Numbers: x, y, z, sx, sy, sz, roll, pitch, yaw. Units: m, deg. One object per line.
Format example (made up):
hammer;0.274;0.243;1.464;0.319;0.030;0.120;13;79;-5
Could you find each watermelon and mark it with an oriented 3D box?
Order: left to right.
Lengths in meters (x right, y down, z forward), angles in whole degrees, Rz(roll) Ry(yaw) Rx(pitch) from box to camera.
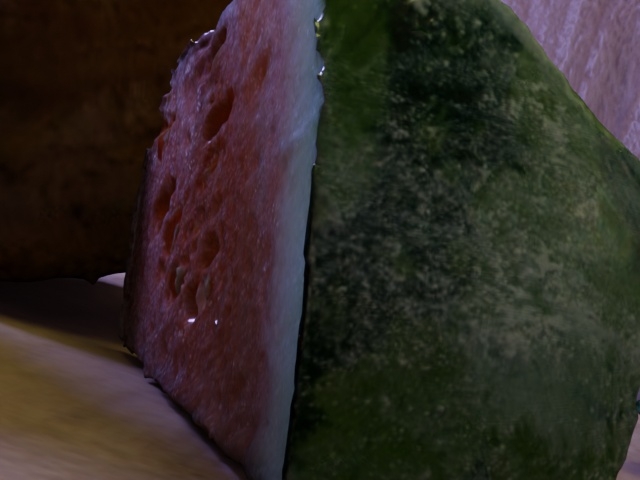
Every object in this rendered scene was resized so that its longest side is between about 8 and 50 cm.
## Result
watermelon;0.000;0.000;0.710;0.140;0.193;0.257;16;-10;-24

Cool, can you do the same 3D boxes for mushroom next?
mushroom;-0.129;-0.080;0.936;0.263;0.195;0.283;-1;1;3

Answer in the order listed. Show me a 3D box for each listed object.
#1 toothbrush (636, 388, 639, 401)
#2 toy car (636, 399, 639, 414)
toothbrush;0.198;0.087;1.332;0.017;0.014;0.194;17;4;-3
toy car;0.284;0.081;0.997;0.136;0.125;0.306;20;6;39
